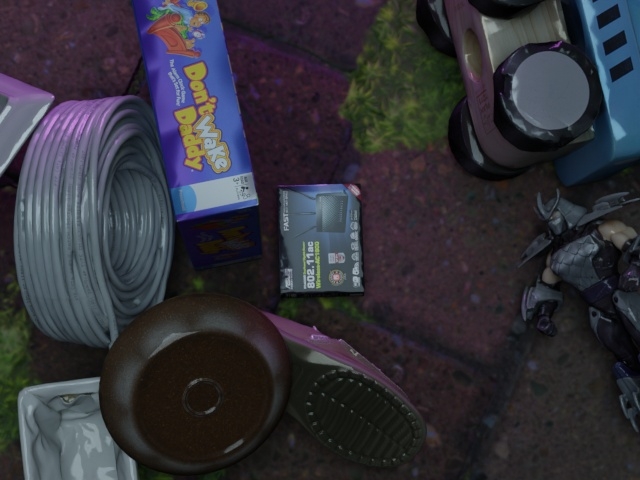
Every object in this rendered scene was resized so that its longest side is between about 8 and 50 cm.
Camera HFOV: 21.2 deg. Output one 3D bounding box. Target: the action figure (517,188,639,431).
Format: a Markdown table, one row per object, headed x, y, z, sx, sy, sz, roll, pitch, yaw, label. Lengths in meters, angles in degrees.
| x | y | z | sx | sy | sz | roll | pitch | yaw | label |
| --- | --- | --- | --- | --- | --- | --- | --- | --- | --- |
| 0.304 | 0.070 | 1.775 | 0.099 | 0.185 | 0.285 | -29 | 86 | -34 | action figure |

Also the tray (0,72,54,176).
| x | y | z | sx | sy | sz | roll | pitch | yaw | label |
| --- | --- | --- | --- | --- | --- | --- | --- | --- | --- |
| -0.374 | -0.118 | 1.759 | 0.030 | 0.270 | 0.145 | 38 | 82 | -33 | tray |

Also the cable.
| x | y | z | sx | sy | sz | roll | pitch | yaw | label |
| --- | --- | --- | --- | --- | --- | --- | --- | --- | --- |
| -0.224 | -0.019 | 1.739 | 0.089 | 0.257 | 0.257 | 1 | 43 | 17 | cable |

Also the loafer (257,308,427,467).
| x | y | z | sx | sy | sz | roll | pitch | yaw | label |
| --- | --- | --- | --- | --- | --- | --- | --- | --- | --- |
| -0.004 | 0.140 | 1.794 | 0.268 | 0.092 | 0.102 | 33 | 109 | -10 | loafer |

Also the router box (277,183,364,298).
| x | y | z | sx | sy | sz | roll | pitch | yaw | label |
| --- | --- | --- | --- | --- | --- | --- | --- | --- | --- |
| 0.000 | 0.000 | 1.841 | 0.092 | 0.038 | 0.122 | -2 | 82 | 0 | router box |

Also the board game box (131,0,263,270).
| x | y | z | sx | sy | sz | roll | pitch | yaw | label |
| --- | --- | --- | --- | --- | --- | --- | --- | --- | --- |
| -0.118 | -0.110 | 1.701 | 0.078 | 0.347 | 0.233 | -11 | 82 | -3 | board game box |

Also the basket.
| x | y | z | sx | sy | sz | roll | pitch | yaw | label |
| --- | --- | --- | --- | --- | --- | --- | --- | --- | --- |
| -0.244 | 0.230 | 1.773 | 0.113 | 0.103 | 0.167 | -8 | 82 | -2 | basket |

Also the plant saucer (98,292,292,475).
| x | y | z | sx | sy | sz | roll | pitch | yaw | label |
| --- | --- | --- | --- | --- | --- | --- | --- | --- | --- |
| -0.120 | 0.151 | 1.703 | 0.198 | 0.036 | 0.199 | -5 | 110 | -14 | plant saucer |

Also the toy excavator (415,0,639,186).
| x | y | z | sx | sy | sz | roll | pitch | yaw | label |
| --- | --- | --- | --- | --- | --- | --- | --- | --- | --- |
| 0.369 | -0.159 | 1.797 | 0.445 | 0.222 | 0.433 | -12 | 83 | -11 | toy excavator |
